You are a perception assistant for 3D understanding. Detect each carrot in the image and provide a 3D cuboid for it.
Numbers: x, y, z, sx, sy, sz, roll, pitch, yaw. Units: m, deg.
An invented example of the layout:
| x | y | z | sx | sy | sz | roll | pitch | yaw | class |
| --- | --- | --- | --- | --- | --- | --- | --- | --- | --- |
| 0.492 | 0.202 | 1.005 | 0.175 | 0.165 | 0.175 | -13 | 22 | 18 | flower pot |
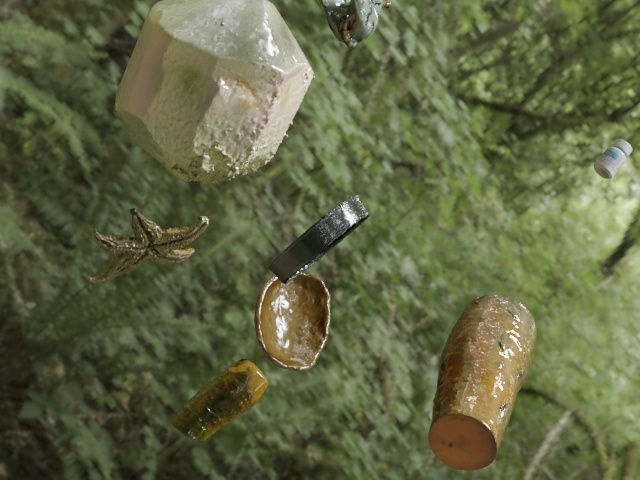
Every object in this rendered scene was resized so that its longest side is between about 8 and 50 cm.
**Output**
| x | y | z | sx | sy | sz | roll | pitch | yaw | class |
| --- | --- | --- | --- | --- | --- | --- | --- | --- | --- |
| 0.232 | 0.197 | 1.566 | 0.139 | 0.139 | 0.302 | 50 | 37 | -10 | carrot |
| -0.170 | 0.276 | 1.826 | 0.082 | 0.173 | 0.082 | 48 | -6 | 7 | carrot |

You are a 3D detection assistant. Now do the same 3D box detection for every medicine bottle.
| x | y | z | sx | sy | sz | roll | pitch | yaw | class |
| --- | --- | --- | --- | --- | --- | --- | --- | --- | --- |
| 0.673 | -0.188 | 2.467 | 0.052 | 0.089 | 0.052 | 40 | -12 | 10 | medicine bottle |

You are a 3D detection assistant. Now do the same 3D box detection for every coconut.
| x | y | z | sx | sy | sz | roll | pitch | yaw | class |
| --- | --- | --- | --- | --- | --- | --- | --- | --- | --- |
| -0.168 | -0.270 | 1.767 | 0.297 | 0.309 | 0.297 | 20 | 29 | -12 | coconut |

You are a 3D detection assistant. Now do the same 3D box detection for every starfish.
| x | y | z | sx | sy | sz | roll | pitch | yaw | class |
| --- | --- | --- | --- | --- | --- | --- | --- | --- | --- |
| -0.313 | 0.008 | 1.893 | 0.227 | 0.240 | 0.043 | 43 | 17 | -55 | starfish |

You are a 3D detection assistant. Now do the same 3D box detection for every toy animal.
| x | y | z | sx | sy | sz | roll | pitch | yaw | class |
| --- | --- | --- | --- | --- | --- | --- | --- | --- | --- |
| 0.058 | -0.394 | 1.582 | 0.255 | 0.090 | 0.170 | -53 | 134 | -51 | toy animal |

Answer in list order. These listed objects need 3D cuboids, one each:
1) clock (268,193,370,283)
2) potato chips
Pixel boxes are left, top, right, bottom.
| x | y | z | sx | sy | sz | roll | pitch | yaw | class |
| --- | --- | --- | --- | --- | --- | --- | --- | --- | --- |
| 0.000 | 0.000 | 1.686 | 0.040 | 0.184 | 0.184 | 50 | 9 | 4 | clock |
| -0.055 | 0.145 | 1.926 | 0.150 | 0.049 | 0.202 | 19 | 52 | -20 | potato chips |
